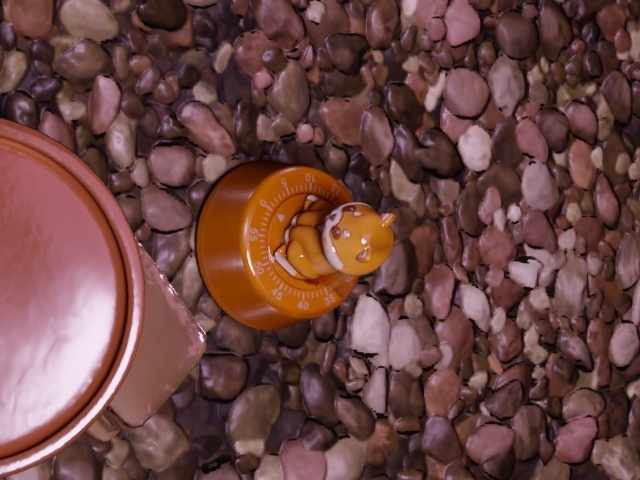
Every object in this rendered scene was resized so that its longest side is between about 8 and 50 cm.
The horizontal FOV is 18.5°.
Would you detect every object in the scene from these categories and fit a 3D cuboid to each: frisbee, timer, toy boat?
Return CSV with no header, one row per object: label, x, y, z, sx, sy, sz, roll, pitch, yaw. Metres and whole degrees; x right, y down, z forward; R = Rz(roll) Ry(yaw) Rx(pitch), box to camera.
frisbee,-0.243,0.038,1.322,0.251,0.021,0.250,0,90,-13
timer,0.000,0.000,1.467,0.132,0.152,0.132,3,85,-35
toy boat,-0.169,0.046,1.401,0.188,0.061,0.116,51,63,-21
